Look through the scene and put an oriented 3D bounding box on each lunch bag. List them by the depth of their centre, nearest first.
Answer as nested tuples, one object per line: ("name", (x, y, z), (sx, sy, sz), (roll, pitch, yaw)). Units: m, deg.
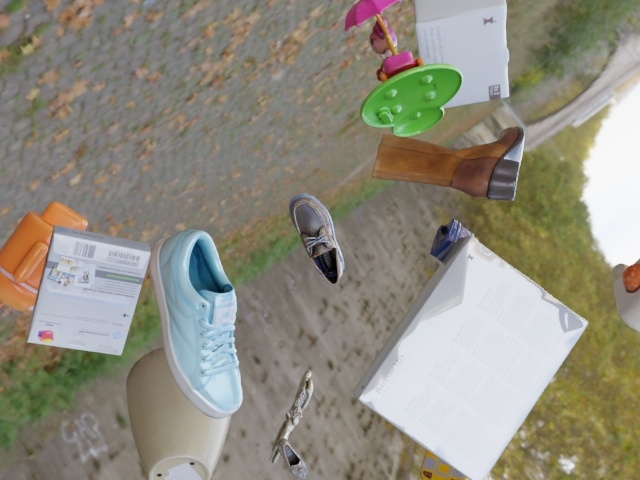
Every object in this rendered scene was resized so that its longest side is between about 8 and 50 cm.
("lunch bag", (0.268, 0.002, 1.564), (0.067, 0.065, 0.098), (-44, -168, 37))

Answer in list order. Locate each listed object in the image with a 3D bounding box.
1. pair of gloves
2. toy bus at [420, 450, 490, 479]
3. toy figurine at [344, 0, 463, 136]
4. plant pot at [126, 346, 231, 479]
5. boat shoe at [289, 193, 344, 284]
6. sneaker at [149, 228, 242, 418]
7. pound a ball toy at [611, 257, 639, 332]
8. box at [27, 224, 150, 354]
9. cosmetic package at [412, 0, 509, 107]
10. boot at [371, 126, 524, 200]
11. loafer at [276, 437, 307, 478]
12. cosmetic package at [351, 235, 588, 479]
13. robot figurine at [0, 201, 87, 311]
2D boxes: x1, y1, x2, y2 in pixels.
("pair of gloves", (-0.073, 0.491, 2.123), (0.204, 0.042, 0.240), (-65, 178, -86))
("toy bus", (0.323, 0.566, 1.755), (0.130, 0.108, 0.333), (-66, 149, -30))
("toy figurine", (0.092, -0.235, 0.953), (0.130, 0.159, 0.173), (-21, 162, 9))
("plant pot", (-0.308, 0.416, 1.684), (0.256, 0.256, 0.274), (-39, -149, 15))
("boat shoe", (0.000, 0.000, 1.362), (0.066, 0.183, 0.066), (-25, -151, 8))
("sneaker", (-0.215, 0.153, 1.419), (0.135, 0.366, 0.150), (-19, 178, -43))
("pound a ball toy", (0.616, 0.023, 1.318), (0.319, 0.135, 0.208), (-57, -170, 39))
("box", (-0.355, 0.080, 1.163), (0.038, 0.145, 0.186), (-126, -128, -61))
("cosmetic package", (0.243, -0.454, 1.383), (0.156, 0.385, 0.217), (-6, 144, 12))
("boot", (0.259, -0.170, 1.527), (0.264, 0.280, 0.096), (-64, 159, -47))
("loafer", (-0.071, 0.567, 1.957), (0.045, 0.125, 0.039), (-35, -167, -18))
("cosmetic package", (0.284, 0.224, 1.456), (0.377, 0.284, 0.097), (-54, -175, -6))
("robot figurine", (-0.516, 0.037, 1.385), (0.219, 0.158, 0.128), (-56, 138, -6))
